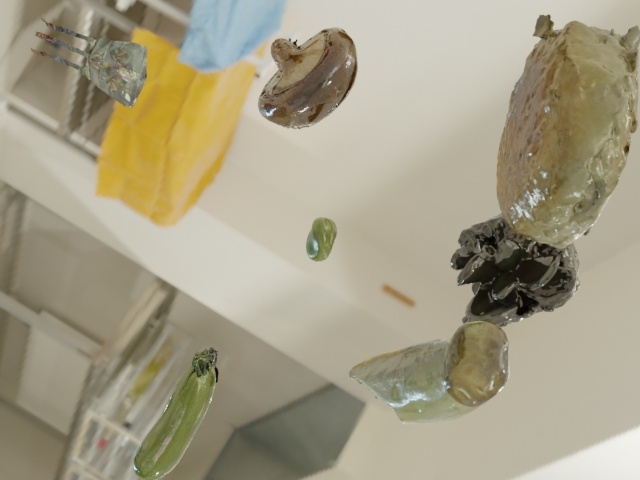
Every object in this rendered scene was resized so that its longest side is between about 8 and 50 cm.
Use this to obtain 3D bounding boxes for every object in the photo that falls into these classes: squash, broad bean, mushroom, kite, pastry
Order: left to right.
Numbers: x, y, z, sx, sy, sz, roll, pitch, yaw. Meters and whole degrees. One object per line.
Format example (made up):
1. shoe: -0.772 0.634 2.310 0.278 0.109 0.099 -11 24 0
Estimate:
1. kite: -0.456 -0.365 2.067 0.015 0.245 0.141 -14 -118 51
2. squash: -0.163 0.204 1.199 0.183 0.052 0.052 -60 176 13
3. mushroom: -0.015 -0.174 1.105 0.127 0.087 0.127 -39 -154 23
4. broad bean: 0.000 0.000 1.777 0.045 0.063 0.083 -5 130 -34
5. mushroom: 0.122 0.175 1.277 0.107 0.087 0.333 -60 -165 -26
6. pastry: 0.337 -0.144 1.449 0.329 0.136 0.330 -167 -90 -87

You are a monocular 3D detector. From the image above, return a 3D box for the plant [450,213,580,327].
1. plant: 0.334 0.038 1.767 0.198 0.189 0.276 -22 176 24
